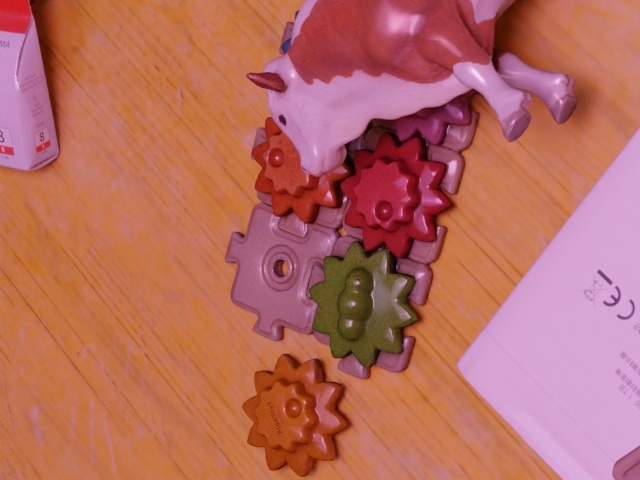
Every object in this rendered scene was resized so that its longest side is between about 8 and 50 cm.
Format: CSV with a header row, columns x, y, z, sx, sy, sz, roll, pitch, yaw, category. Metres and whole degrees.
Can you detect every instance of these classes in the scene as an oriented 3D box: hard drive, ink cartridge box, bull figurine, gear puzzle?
x,y,z,sx,sy,sz,roll,pitch,yaw,category
0.262,0.021,0.958,0.233,0.047,0.353,47,114,26,hard drive
-0.284,-0.150,1.307,0.145,0.045,0.179,12,124,34,ink cartridge box
0.092,-0.161,1.024,0.188,0.101,0.310,33,94,25,bull figurine
0.000,0.000,1.144,0.175,0.044,0.339,21,101,34,gear puzzle

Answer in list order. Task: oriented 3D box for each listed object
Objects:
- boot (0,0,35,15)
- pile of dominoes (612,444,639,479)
x,y,z,sx,sy,sz,roll,pitch,yaw,category
-0.226,-0.326,1.282,0.207,0.090,0.248,-36,73,27,boot
0.316,0.115,0.894,0.196,0.040,0.251,44,118,-9,pile of dominoes
